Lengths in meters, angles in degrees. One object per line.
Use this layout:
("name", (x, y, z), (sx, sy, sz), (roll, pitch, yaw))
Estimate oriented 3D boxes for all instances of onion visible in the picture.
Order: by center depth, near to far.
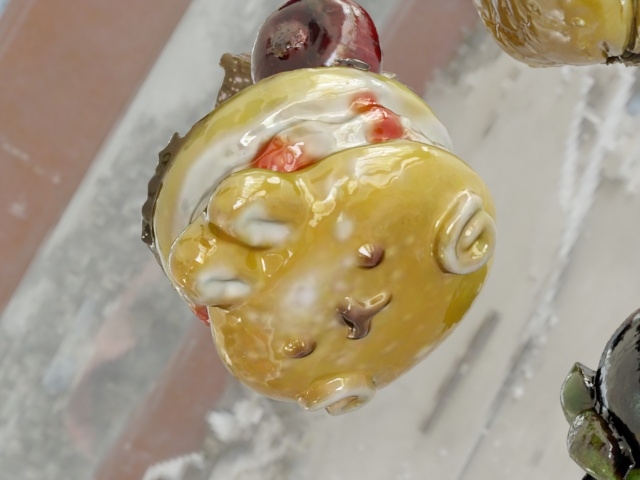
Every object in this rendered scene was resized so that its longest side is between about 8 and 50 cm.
("onion", (-0.004, -0.167, 1.618), (0.131, 0.131, 0.131), (-48, 24, 29))

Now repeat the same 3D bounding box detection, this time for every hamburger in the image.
("hamburger", (0.000, 0.000, 1.366), (0.261, 0.303, 0.186), (-43, 43, 10))
("hamburger", (0.260, -0.309, 1.894), (0.158, 0.318, 0.318), (-28, 17, -11))

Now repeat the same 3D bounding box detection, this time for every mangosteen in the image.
("mangosteen", (0.337, 0.156, 1.573), (0.243, 0.243, 0.243), (-48, 24, 29))

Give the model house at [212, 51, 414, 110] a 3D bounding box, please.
("model house", (-0.014, -0.147, 2.159), (0.219, 0.199, 0.229), (-56, -21, -9))
